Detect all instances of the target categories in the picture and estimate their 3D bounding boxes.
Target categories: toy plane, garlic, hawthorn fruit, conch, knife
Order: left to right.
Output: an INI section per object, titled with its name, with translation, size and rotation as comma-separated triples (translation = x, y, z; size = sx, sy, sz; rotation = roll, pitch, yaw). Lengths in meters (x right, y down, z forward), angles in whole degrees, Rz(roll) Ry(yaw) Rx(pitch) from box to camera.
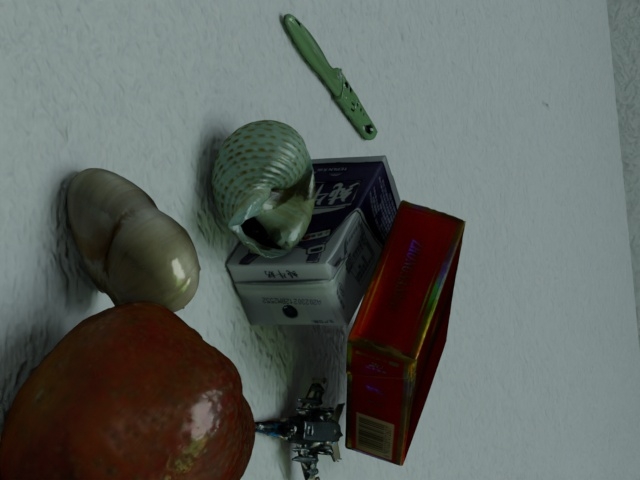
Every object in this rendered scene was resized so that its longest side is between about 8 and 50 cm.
[hawthorn fruit]
translation = -0.184, 0.186, 1.111
size = 0.262, 0.210, 0.210
rotation = -46, 130, -32
[garlic]
translation = -0.169, 0.003, 1.205
size = 0.099, 0.174, 0.124
rotation = -39, 140, -19
[conch]
translation = -0.066, -0.058, 1.449
size = 0.135, 0.102, 0.153
rotation = 44, 67, -32
[toy plane]
translation = -0.024, 0.229, 1.559
size = 0.188, 0.062, 0.135
rotation = 22, 70, -61
[knife]
translation = 0.018, -0.216, 1.723
size = 0.293, 0.019, 0.043
rotation = 50, 44, -51

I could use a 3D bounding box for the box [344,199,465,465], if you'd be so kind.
[box]
translation = 0.098, 0.121, 1.579
size = 0.313, 0.089, 0.197
rotation = 90, 21, -59

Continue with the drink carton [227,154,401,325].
[drink carton]
translation = -0.001, 0.000, 1.542
size = 0.222, 0.134, 0.102
rotation = -61, 142, -45
